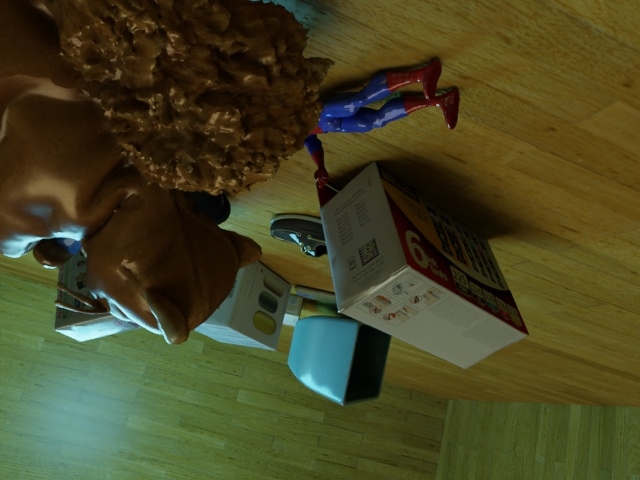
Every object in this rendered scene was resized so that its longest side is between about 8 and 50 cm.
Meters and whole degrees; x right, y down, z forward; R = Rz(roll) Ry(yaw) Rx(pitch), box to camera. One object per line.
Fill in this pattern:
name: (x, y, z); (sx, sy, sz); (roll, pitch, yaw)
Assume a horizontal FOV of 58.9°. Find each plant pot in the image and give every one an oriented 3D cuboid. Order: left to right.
plant pot: (0.045, 0.347, 1.763); (0.252, 0.247, 0.247); (10, 177, 32)

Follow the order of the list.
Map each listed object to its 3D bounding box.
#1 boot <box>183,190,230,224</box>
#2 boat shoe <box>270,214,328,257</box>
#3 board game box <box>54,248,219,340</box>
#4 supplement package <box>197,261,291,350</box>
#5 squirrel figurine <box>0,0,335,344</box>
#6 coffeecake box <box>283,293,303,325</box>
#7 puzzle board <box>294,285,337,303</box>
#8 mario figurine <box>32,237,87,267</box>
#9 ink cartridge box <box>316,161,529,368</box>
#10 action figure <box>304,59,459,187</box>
boot: (-0.301, -0.075, 1.012); (0.247, 0.094, 0.207); (-12, 159, 6)
boat shoe: (0.000, 0.000, 1.112); (0.228, 0.068, 0.081); (8, 160, 17)
board game box: (-0.369, 0.056, 1.141); (0.304, 0.224, 0.097); (-13, 154, 7)
supplement package: (-0.239, 0.165, 1.552); (0.198, 0.199, 0.262); (4, 159, 26)
squirrel figurine: (-0.184, -0.086, 0.555); (0.397, 0.281, 0.370); (-29, 100, 27)
coffeecake box: (-0.134, 0.218, 1.834); (0.142, 0.068, 0.185); (13, 161, 0)
puzzle board: (-0.011, 0.158, 1.665); (0.128, 0.011, 0.096); (12, 162, 7)
mario figurine: (-0.329, -0.091, 0.817); (0.321, 0.170, 0.198); (-34, 123, 19)
ink cartridge box: (0.155, 0.023, 0.904); (0.309, 0.271, 0.130); (28, 126, -37)
action figure: (0.010, -0.119, 0.675); (0.280, 0.139, 0.091); (2, 157, 38)
